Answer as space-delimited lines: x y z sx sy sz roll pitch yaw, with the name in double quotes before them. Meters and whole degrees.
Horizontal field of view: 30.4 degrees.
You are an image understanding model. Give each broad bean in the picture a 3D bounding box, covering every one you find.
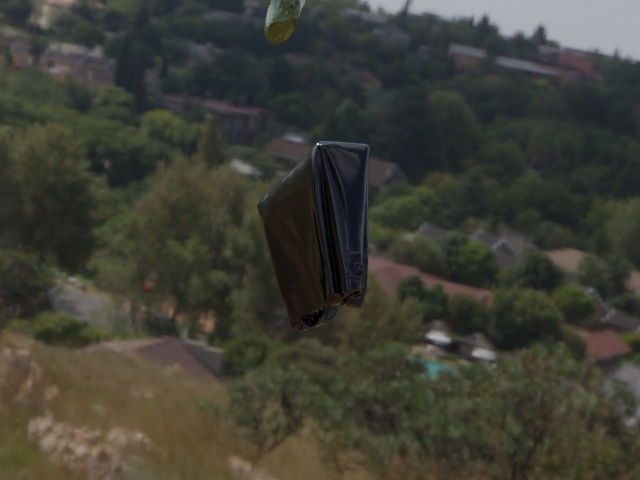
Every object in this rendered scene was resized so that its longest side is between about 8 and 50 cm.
"broad bean" -0.044 -0.269 1.380 0.045 0.083 0.063 23 -38 -22

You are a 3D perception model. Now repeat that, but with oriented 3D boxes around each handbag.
"handbag" 0.001 0.000 1.835 0.114 0.256 0.285 1 -17 -23
